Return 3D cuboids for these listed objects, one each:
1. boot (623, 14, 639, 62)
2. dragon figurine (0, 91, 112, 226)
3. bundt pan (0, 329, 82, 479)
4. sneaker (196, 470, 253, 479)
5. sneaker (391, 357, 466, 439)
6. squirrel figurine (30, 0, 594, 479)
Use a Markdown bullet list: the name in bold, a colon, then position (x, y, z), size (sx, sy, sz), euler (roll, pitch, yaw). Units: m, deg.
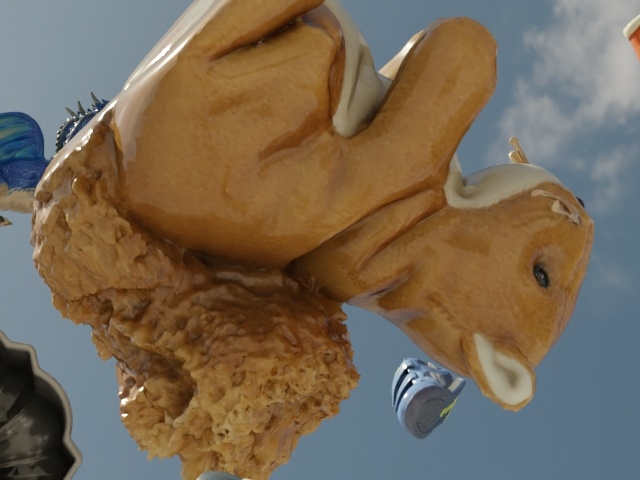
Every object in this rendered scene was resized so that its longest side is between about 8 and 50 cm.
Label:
- **boot**: position (0.326, -0.192, 1.033), size (0.158, 0.059, 0.085), euler (-37, -110, 16)
- **dragon figurine**: position (-0.323, -0.074, 1.283), size (0.289, 0.144, 0.085), euler (-8, -17, -22)
- **bundt pan**: position (-0.407, 0.242, 1.299), size (0.330, 0.331, 0.124), euler (9, -18, -1)
- **sneaker**: position (-0.061, 0.211, 0.487), size (0.091, 0.094, 0.258), euler (25, -93, 14)
- **sneaker**: position (0.086, 0.137, 1.121), size (0.059, 0.144, 0.053), euler (32, -83, 14)
- **squirrel figurine**: position (0.000, 0.000, 0.954), size (0.370, 0.281, 0.397), euler (43, -89, -15)
